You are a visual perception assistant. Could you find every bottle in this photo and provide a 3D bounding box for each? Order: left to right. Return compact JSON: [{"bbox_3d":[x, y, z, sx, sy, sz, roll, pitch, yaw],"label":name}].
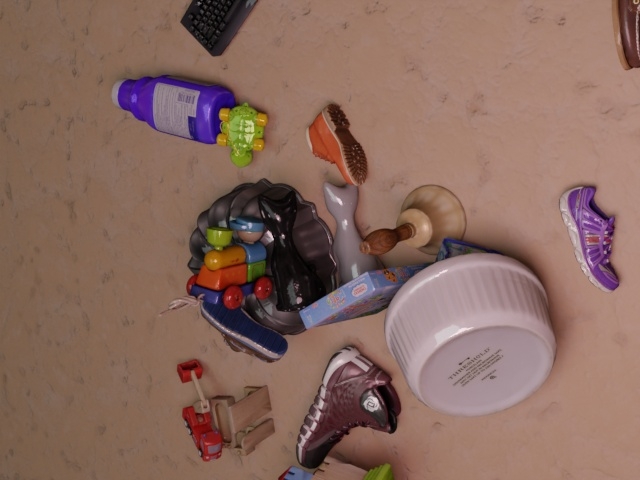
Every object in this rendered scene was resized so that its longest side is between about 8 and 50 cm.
[{"bbox_3d":[-0.304,-0.276,1.567,0.283,0.092,0.118,17,114,30],"label":"bottle"}]

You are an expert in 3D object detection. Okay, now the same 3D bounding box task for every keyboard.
[{"bbox_3d":[-0.181,-0.530,1.463,0.201,0.033,0.317,50,122,14],"label":"keyboard"}]

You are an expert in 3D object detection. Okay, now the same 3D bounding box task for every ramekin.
[{"bbox_3d":[0.241,0.161,1.204,0.273,0.273,0.127,-55,27,30],"label":"ramekin"}]

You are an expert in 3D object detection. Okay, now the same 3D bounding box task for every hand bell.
[{"bbox_3d":[0.133,-0.013,1.252,0.126,0.242,0.126,8,105,31],"label":"hand bell"}]

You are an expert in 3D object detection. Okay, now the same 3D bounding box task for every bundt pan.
[{"bbox_3d":[-0.134,0.050,1.518,0.330,0.124,0.331,9,107,32],"label":"bundt pan"}]

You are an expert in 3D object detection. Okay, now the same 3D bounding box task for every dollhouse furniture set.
[{"bbox_3d":[-0.197,0.397,1.642,0.151,0.123,0.144,-5,99,34],"label":"dollhouse furniture set"}]

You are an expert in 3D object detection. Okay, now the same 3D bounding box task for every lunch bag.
[{"bbox_3d":[0.257,0.080,1.281,0.151,0.096,0.129,15,119,-2],"label":"lunch bag"}]

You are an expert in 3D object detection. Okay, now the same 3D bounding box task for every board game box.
[{"bbox_3d":[0.088,0.093,1.325,0.160,0.211,0.039,-33,72,35],"label":"board game box"}]

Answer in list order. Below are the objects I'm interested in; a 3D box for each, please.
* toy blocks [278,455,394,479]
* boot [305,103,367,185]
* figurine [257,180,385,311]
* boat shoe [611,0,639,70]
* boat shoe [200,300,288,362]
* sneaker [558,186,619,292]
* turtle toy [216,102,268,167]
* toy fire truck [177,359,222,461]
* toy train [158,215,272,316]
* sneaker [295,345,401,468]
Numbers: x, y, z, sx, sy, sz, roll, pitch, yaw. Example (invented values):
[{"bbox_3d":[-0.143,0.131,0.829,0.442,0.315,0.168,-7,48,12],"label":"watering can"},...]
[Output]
[{"bbox_3d":[0.025,0.543,1.479,0.261,0.191,0.381,13,133,31],"label":"toy blocks"},{"bbox_3d":[0.028,-0.160,1.403,0.084,0.059,0.158,-33,74,38],"label":"boot"},{"bbox_3d":[0.000,0.000,1.383,0.092,0.215,0.209,-6,98,62],"label":"figurine"},{"bbox_3d":[0.444,-0.345,1.069,0.073,0.073,0.207,-3,100,36],"label":"boat shoe"},{"bbox_3d":[-0.153,0.177,1.449,0.183,0.066,0.066,34,133,0],"label":"boat shoe"},{"bbox_3d":[0.422,-0.002,1.174,0.071,0.068,0.170,-21,89,29],"label":"sneaker"},{"bbox_3d":[-0.151,-0.205,1.498,0.095,0.066,0.130,9,108,0],"label":"turtle toy"},{"bbox_3d":[-0.266,0.375,1.698,0.192,0.047,0.135,52,142,41],"label":"toy fire truck"},{"bbox_3d":[-0.182,0.040,1.324,0.105,0.248,0.143,13,104,31],"label":"toy train"},{"bbox_3d":[0.060,0.355,1.477,0.162,0.106,0.281,27,115,22],"label":"sneaker"}]
